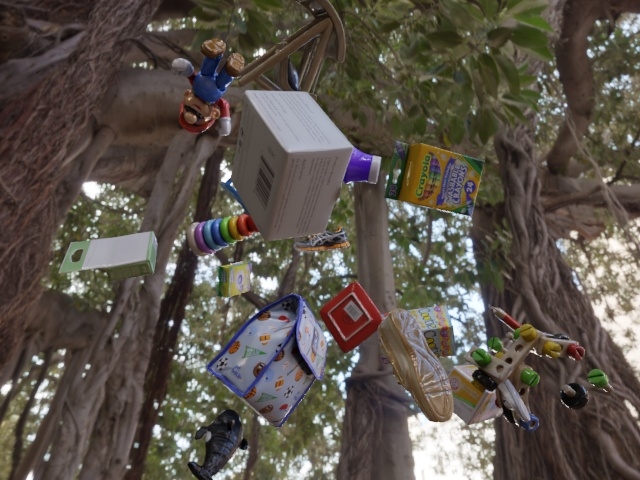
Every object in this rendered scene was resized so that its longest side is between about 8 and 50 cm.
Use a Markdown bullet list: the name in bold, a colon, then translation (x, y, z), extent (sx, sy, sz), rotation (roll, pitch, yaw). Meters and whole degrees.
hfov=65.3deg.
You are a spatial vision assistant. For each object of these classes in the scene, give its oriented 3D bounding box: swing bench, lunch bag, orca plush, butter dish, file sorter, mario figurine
- **swing bench**: translation (-0.055, -0.430, 1.165), extent (0.165, 0.253, 0.254), rotation (36, -76, -19)
- **lunch bag**: translation (-0.141, 0.411, 1.754), extent (0.239, 0.385, 0.327), rotation (25, -26, 34)
- **orca plush**: translation (-0.282, 0.538, 1.389), extent (0.151, 0.287, 0.102), rotation (19, -77, 15)
- **butter dish**: translation (0.108, 0.229, 1.479), extent (0.160, 0.160, 0.118), rotation (-43, -28, 15)
- **file sorter**: translation (-0.193, -0.146, 1.378), extent (0.104, 0.170, 0.118), rotation (-45, -74, -6)
- **mario figurine**: translation (-0.349, -0.427, 1.497), extent (0.170, 0.198, 0.320), rotation (-16, -20, -39)

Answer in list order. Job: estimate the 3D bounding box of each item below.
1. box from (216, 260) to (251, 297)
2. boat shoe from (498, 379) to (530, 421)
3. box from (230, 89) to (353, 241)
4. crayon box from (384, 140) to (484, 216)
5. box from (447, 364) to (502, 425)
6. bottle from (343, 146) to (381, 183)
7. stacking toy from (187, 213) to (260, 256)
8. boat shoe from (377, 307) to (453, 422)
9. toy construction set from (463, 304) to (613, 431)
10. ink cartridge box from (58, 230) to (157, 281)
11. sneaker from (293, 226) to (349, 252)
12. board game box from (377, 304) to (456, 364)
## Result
- **box**: translation (-0.295, 0.131, 1.693), extent (0.043, 0.179, 0.105), rotation (7, -83, 21)
- **boat shoe**: translation (0.418, 0.353, 1.087), extent (0.035, 0.100, 0.035), rotation (-39, -48, 19)
- **box**: translation (-0.057, -0.127, 0.834), extent (0.119, 0.181, 0.180), rotation (-8, -43, -29)
- **crayon box**: translation (0.396, -0.211, 1.725), extent (0.323, 0.083, 0.202), rotation (10, -85, -22)
- **box**: translation (0.419, 0.407, 1.337), extent (0.203, 0.114, 0.103), rotation (13, -73, -48)
- **bottle**: translation (0.003, -0.195, 1.219), extent (0.283, 0.092, 0.118), rotation (11, -24, 6)
- **stacking toy**: translation (-0.341, -0.038, 1.926), extent (0.331, 0.141, 0.141), rotation (-15, -45, 18)
- **boat shoe**: translation (0.135, 0.185, 0.729), extent (0.063, 0.170, 0.059), rotation (-1, -32, -36)
- **toy construction set**: translation (0.460, 0.264, 1.201), extent (0.237, 0.308, 0.257), rotation (37, -69, -22)
- **ink cartridge box**: translation (-0.590, 0.049, 1.410), extent (0.235, 0.171, 0.056), rotation (-10, -59, -9)
- **sneaker**: translation (0.000, 0.000, 1.861), extent (0.215, 0.083, 0.084), rotation (-8, -1, -19)
- **board game box**: translation (0.359, 0.358, 1.906), extent (0.276, 0.144, 0.142), rotation (-9, -64, 6)
